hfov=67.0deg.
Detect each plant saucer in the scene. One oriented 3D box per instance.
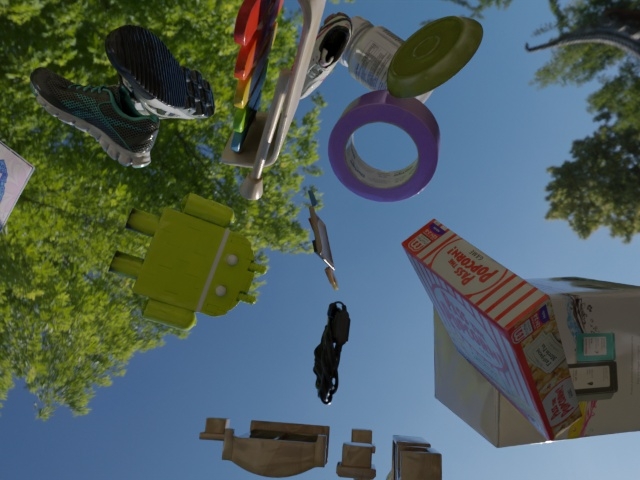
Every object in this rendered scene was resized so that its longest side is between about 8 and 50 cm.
[{"bbox_3d":[0.244,-0.424,1.090,0.037,0.241,0.240,41,-125,-35],"label":"plant saucer"}]

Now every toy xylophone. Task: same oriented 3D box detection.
[{"bbox_3d":[-0.065,-0.201,0.586,0.081,0.322,0.236,18,-134,-4],"label":"toy xylophone"}]

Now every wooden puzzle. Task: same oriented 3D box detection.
[{"bbox_3d":[0.000,0.000,0.615,0.014,0.078,0.116,-15,-122,9],"label":"wooden puzzle"}]

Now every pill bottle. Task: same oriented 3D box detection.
[{"bbox_3d":[0.180,-0.493,1.351,0.283,0.160,0.160,42,-126,14],"label":"pill bottle"}]

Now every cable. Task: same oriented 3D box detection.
[{"bbox_3d":[0.011,0.212,0.893,0.047,0.150,0.184,14,-126,-9],"label":"cable"}]

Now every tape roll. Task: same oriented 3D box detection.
[{"bbox_3d":[0.161,-0.233,1.224,0.275,0.275,0.090,38,-140,-13],"label":"tape roll"}]

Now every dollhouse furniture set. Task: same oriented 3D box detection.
[{"bbox_3d":[-0.033,0.351,0.659,0.356,0.303,0.173,2,-107,5],"label":"dollhouse furniture set"}]

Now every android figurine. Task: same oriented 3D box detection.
[{"bbox_3d":[-0.238,0.044,0.905,0.273,0.056,0.248,23,-94,-17],"label":"android figurine"}]

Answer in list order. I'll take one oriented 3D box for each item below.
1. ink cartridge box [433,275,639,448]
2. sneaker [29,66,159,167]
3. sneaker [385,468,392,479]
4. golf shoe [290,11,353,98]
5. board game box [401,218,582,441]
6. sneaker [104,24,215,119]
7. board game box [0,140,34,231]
[{"bbox_3d":[0.333,0.164,0.729,0.270,0.198,0.197,-1,-88,-11],"label":"ink cartridge box"},{"bbox_3d":[-0.265,-0.164,0.585,0.167,0.076,0.065,35,-156,-9],"label":"sneaker"},{"bbox_3d":[0.091,0.560,0.867,0.114,0.152,0.304,41,-123,-44],"label":"sneaker"},{"bbox_3d":[-0.006,-0.349,0.933,0.068,0.186,0.085,27,-147,-19],"label":"golf shoe"},{"bbox_3d":[0.166,0.085,0.467,0.045,0.147,0.193,-37,-54,-4],"label":"board game box"},{"bbox_3d":[-0.325,-0.286,0.903,0.147,0.330,0.122,-6,-93,8],"label":"sneaker"},{"bbox_3d":[-0.394,0.000,0.333,0.066,0.318,0.318,11,-111,11],"label":"board game box"}]
